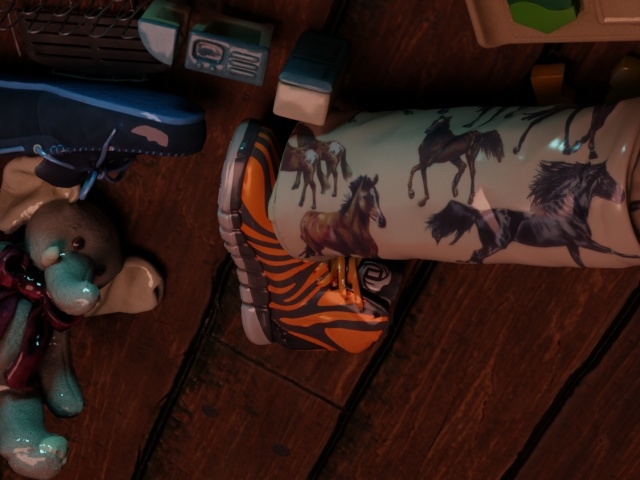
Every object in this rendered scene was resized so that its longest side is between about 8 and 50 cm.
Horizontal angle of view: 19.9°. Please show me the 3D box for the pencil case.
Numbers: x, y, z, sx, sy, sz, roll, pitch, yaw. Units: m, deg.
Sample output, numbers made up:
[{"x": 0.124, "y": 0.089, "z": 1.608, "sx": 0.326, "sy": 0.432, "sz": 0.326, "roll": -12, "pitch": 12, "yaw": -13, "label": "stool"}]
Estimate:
[{"x": 0.159, "y": -0.058, "z": 1.731, "sx": 0.410, "sy": 0.183, "sz": 0.160, "roll": 0, "pitch": 116, "yaw": 33, "label": "pencil case"}]

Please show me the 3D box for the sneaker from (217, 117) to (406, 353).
[{"x": 0.000, "y": 0.000, "z": 1.941, "sx": 0.180, "sy": 0.125, "sz": 0.321, "roll": 8, "pitch": 141, "yaw": 17, "label": "sneaker"}]

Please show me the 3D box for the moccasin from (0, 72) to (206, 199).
[{"x": -0.264, "y": -0.112, "z": 1.957, "sx": 0.342, "sy": 0.137, "sz": 0.117, "roll": 10, "pitch": 102, "yaw": 35, "label": "moccasin"}]

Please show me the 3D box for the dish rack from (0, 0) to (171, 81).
[{"x": -0.263, "y": -0.271, "z": 1.863, "sx": 0.208, "sy": 0.074, "sz": 0.272, "roll": 7, "pitch": 130, "yaw": 23, "label": "dish rack"}]

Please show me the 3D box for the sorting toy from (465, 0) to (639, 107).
[{"x": 0.242, "y": -0.218, "z": 1.631, "sx": 0.229, "sy": 0.041, "sz": 0.307, "roll": -2, "pitch": 136, "yaw": 21, "label": "sorting toy"}]

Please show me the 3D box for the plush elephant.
[{"x": -0.322, "y": 0.061, "z": 2.070, "sx": 0.255, "sy": 0.330, "sz": 0.272, "roll": -37, "pitch": 120, "yaw": 20, "label": "plush elephant"}]

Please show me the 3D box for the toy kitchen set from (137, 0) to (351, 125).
[{"x": -0.071, "y": -0.229, "z": 1.758, "sx": 0.207, "sy": 0.122, "sz": 0.166, "roll": 13, "pitch": 120, "yaw": 4, "label": "toy kitchen set"}]
